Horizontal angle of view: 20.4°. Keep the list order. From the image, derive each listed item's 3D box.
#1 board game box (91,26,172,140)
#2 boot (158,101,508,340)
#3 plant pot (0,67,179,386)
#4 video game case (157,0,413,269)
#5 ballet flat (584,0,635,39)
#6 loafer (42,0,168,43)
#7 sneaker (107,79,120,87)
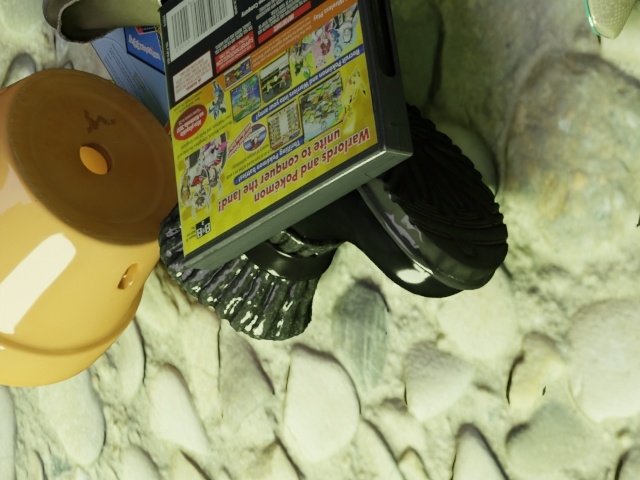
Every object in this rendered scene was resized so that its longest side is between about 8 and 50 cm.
[{"bbox_3d":[-0.194,-0.246,1.787,0.281,0.027,0.145,57,135,25],"label":"board game box"},{"bbox_3d":[0.003,0.000,1.522,0.348,0.131,0.260,55,127,42],"label":"boot"},{"bbox_3d":[-0.267,-0.030,1.717,0.203,0.291,0.290,-39,68,41],"label":"plant pot"},{"bbox_3d":[-0.037,-0.135,1.458,0.275,0.035,0.248,-29,62,46],"label":"video game case"},{"bbox_3d":[0.220,-0.232,1.298,0.052,0.057,0.168,0,97,39],"label":"ballet flat"},{"bbox_3d":[-0.162,-0.240,1.663,0.251,0.094,0.087,-25,68,34],"label":"loafer"},{"bbox_3d":[-0.230,-0.147,1.842,0.083,0.031,0.035,13,125,57],"label":"sneaker"}]
